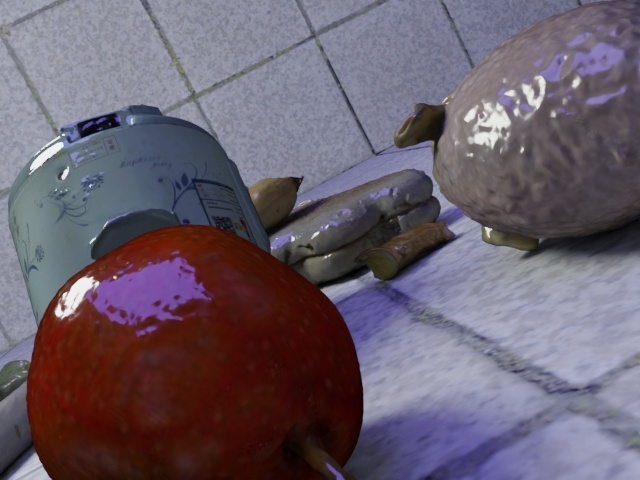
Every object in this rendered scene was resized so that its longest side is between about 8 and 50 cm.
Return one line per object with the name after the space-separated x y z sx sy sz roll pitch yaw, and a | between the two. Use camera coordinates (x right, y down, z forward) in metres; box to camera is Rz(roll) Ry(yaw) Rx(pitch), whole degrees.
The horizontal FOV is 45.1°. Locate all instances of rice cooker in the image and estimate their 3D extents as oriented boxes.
-0.174 0.035 0.797 0.264 0.316 0.317 -18 5 -16 | rice cooker

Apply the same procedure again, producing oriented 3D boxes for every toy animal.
0.213 -0.095 0.661 0.226 0.188 0.358 -39 10 -7 | toy animal

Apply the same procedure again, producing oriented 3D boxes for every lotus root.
-0.077 -0.050 1.086 0.073 0.062 0.150 -5 27 43 | lotus root

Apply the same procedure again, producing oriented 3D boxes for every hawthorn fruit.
-0.058 0.094 0.448 0.225 0.196 0.196 18 39 42 | hawthorn fruit

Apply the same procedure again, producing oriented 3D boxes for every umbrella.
-0.395 0.233 1.031 0.337 0.067 0.073 -61 -8 -76 | umbrella

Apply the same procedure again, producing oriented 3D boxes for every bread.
0.003 0.004 1.084 0.337 0.102 0.183 -21 14 29 | bread

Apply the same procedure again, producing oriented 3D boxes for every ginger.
0.097 0.012 0.910 0.137 0.044 0.057 -26 -24 -35 | ginger

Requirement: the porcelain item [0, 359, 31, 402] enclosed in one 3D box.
-0.595 0.287 1.378 0.081 0.069 0.215 -12 11 17 | porcelain item
